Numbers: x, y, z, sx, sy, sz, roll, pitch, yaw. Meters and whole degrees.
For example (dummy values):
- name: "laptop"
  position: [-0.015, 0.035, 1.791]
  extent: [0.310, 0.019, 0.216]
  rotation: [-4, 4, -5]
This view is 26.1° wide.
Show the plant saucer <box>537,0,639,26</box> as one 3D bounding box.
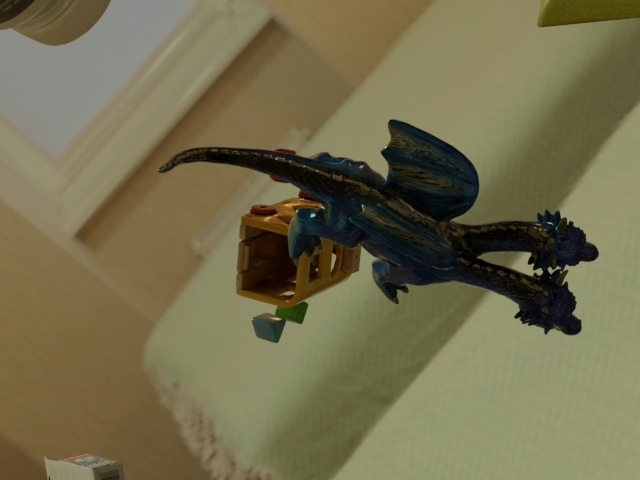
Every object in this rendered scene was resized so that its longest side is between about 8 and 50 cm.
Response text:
- name: "plant saucer"
  position: [0.410, -0.385, 1.984]
  extent: [0.188, 0.045, 0.188]
  rotation: [-3, 41, 19]

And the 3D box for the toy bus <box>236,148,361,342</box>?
- name: "toy bus"
  position: [-0.007, 0.008, 1.533]
  extent: [0.104, 0.191, 0.202]
  rotation: [15, 66, 29]

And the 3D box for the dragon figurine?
- name: "dragon figurine"
  position: [0.050, -0.021, 0.904]
  extent: [0.144, 0.289, 0.085]
  rotation: [-15, 49, 58]

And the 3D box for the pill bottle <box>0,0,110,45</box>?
- name: "pill bottle"
  position: [-0.416, -0.371, 1.618]
  extent: [0.204, 0.361, 0.204]
  rotation: [-11, 69, 32]

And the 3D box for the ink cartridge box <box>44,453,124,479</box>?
- name: "ink cartridge box"
  position: [-0.198, 0.215, 1.170]
  extent: [0.029, 0.063, 0.115]
  rotation: [-10, 3, -31]
